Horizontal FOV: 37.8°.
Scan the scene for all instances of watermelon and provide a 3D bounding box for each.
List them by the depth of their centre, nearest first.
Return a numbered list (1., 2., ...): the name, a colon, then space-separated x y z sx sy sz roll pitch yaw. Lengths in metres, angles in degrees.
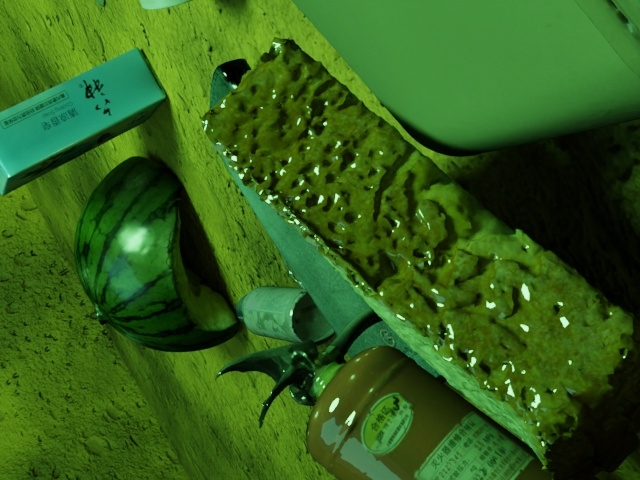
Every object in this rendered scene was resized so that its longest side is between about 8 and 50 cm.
1. watermelon: -0.283 0.042 1.452 0.331 0.189 0.331 40 145 36

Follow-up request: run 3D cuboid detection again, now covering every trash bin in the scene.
1. trash bin: 0.081 -0.153 0.458 0.243 0.121 0.247 47 162 -13

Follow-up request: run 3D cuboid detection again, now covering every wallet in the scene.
1. wallet: 0.000 0.000 0.958 0.379 0.046 0.191 54 159 12

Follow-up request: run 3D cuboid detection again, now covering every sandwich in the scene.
1. sandwich: 0.087 0.030 0.624 0.301 0.099 0.271 42 -178 26

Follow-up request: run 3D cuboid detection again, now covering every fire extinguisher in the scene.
1. fire extinguisher: 0.113 0.174 0.749 0.376 0.200 0.113 34 116 18

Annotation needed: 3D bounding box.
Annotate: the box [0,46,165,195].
1. box: -0.331 -0.155 1.227 0.083 0.232 0.142 61 158 -4

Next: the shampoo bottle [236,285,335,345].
1. shampoo bottle: -0.048 0.090 1.148 0.072 0.072 0.214 64 158 -10

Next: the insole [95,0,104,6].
1. insole: -0.340 -0.388 1.263 0.188 0.004 0.064 53 156 17

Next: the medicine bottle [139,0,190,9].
1. medicine bottle: -0.155 -0.313 0.852 0.086 0.086 0.183 27 141 53
